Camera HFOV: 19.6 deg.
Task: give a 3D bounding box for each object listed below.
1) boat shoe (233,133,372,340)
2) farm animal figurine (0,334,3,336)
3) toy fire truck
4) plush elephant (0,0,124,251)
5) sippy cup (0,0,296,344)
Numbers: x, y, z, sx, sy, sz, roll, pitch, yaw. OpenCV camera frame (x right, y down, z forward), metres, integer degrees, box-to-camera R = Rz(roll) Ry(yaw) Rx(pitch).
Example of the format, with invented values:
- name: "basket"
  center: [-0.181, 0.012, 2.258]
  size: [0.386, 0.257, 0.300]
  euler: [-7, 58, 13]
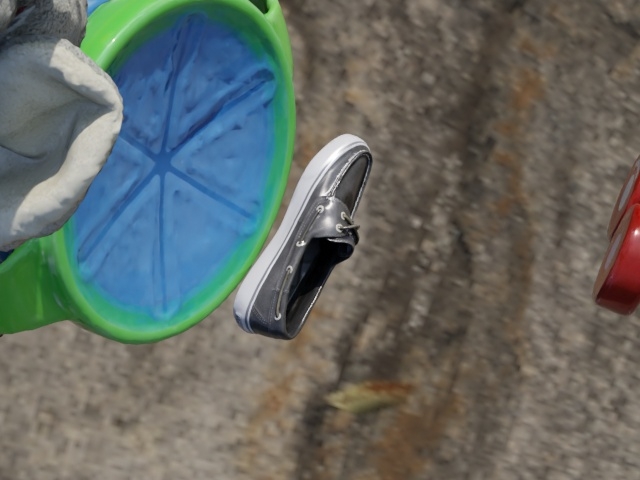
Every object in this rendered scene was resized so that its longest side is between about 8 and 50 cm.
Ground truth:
- name: "boat shoe"
  center: [0.000, 0.000, 1.834]
  size: [0.076, 0.080, 0.228]
  euler: [21, 69, 34]
- name: "farm animal figurine"
  center: [-0.474, 0.107, 1.639]
  size: [0.327, 0.330, 0.172]
  euler: [-24, 102, 30]
- name: "toy fire truck"
  center: [0.374, -0.046, 1.660]
  size: [0.169, 0.302, 0.254]
  euler: [22, 119, 3]
- name: "plush elephant"
  center: [-0.205, -0.148, 0.905]
  size: [0.255, 0.330, 0.272]
  euler: [110, 155, -47]
- name: "sippy cup"
  center: [-0.173, -0.073, 1.216]
  size: [0.224, 0.305, 0.240]
  euler: [18, 105, 33]
